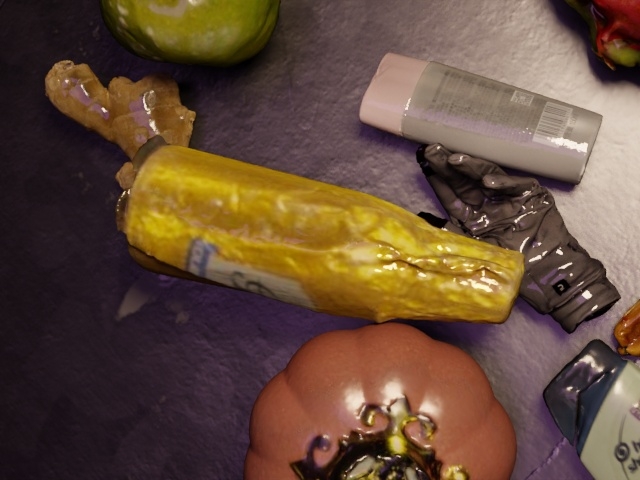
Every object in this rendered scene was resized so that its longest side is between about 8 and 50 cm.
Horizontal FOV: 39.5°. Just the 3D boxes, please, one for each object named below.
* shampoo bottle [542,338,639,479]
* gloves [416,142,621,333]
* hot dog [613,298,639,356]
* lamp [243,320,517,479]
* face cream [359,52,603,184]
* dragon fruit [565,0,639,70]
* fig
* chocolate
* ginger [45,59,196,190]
[{"bbox_3d":[0.395,0.271,0.968,0.359,0.078,0.134,43,105,13],"label":"shampoo bottle"},{"bbox_3d":[0.212,-0.004,1.016,0.142,0.119,0.285,-43,92,8],"label":"gloves"},{"bbox_3d":[0.390,0.079,0.998,0.144,0.038,0.062,-42,80,12],"label":"hot dog"},{"bbox_3d":[0.064,0.242,0.969,0.305,0.239,0.305,0,95,1],"label":"lamp"},{"bbox_3d":[0.186,-0.145,1.044,0.269,0.073,0.107,19,62,15],"label":"face cream"},{"bbox_3d":[0.377,-0.299,0.925,0.302,0.237,0.231,16,71,26],"label":"dragon fruit"},{"bbox_3d":[-0.135,-0.352,1.079,0.233,0.233,0.314,25,85,15],"label":"fig"},{"bbox_3d":[0.000,0.000,0.990,0.445,0.162,0.162,13,91,16],"label":"chocolate"},{"bbox_3d":[-0.214,-0.116,1.157,0.148,0.081,0.334,-36,90,-4],"label":"ginger"}]
